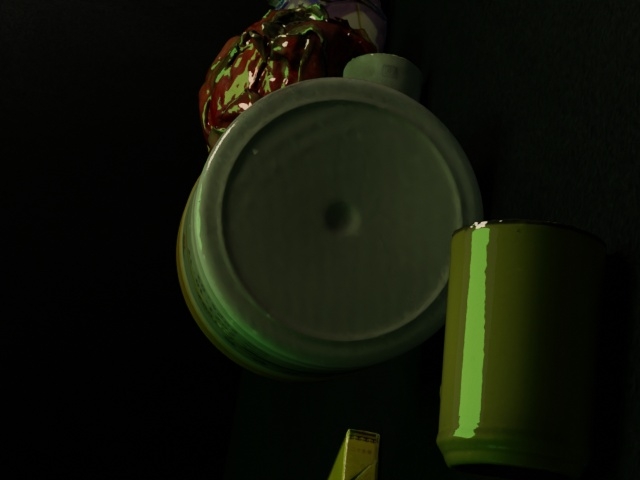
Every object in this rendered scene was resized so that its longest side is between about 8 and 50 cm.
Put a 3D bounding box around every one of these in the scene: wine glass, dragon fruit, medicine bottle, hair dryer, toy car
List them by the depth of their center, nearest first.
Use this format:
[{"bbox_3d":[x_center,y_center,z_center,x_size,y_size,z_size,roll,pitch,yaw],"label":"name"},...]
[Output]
[{"bbox_3d":[0.110,0.089,0.905,0.279,0.090,0.135,98,177,-75],"label":"hair dryer"},{"bbox_3d":[0.000,0.000,1.240,0.232,0.238,0.238,137,141,-79],"label":"medicine bottle"},{"bbox_3d":[0.054,-0.080,1.505,0.103,0.103,0.231,110,172,-59],"label":"wine glass"},{"bbox_3d":[-0.023,-0.160,1.724,0.299,0.244,0.244,107,170,-51],"label":"dragon fruit"},{"bbox_3d":[0.014,-0.276,1.946,0.158,0.172,0.235,-165,87,-67],"label":"toy car"}]

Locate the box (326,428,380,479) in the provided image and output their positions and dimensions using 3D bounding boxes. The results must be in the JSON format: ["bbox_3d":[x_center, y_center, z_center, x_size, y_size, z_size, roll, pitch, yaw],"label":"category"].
[{"bbox_3d":[0.023,0.348,1.457,0.153,0.041,0.279,105,171,-53],"label":"box"}]
